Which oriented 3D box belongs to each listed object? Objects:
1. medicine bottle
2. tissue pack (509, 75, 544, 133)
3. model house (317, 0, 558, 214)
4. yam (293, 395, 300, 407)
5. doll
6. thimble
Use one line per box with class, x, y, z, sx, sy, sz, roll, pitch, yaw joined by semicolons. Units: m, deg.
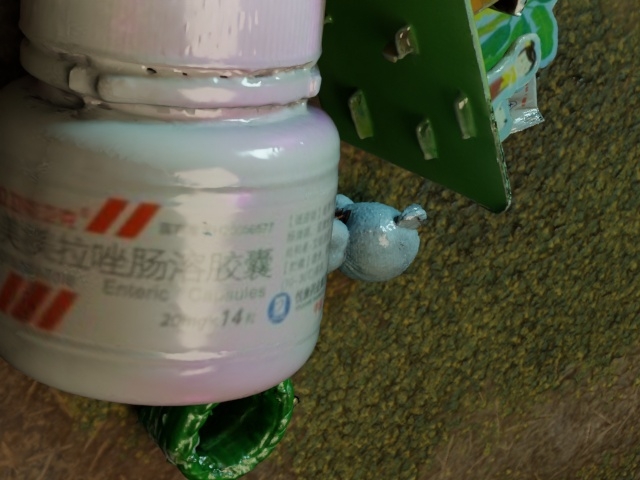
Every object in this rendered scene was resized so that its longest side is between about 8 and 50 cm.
medicine bottle;-0.111;-0.069;1.159;0.256;0.256;0.325;-5;111;-34
tissue pack;0.140;-0.171;1.434;0.122;0.026;0.193;-23;125;-22
model house;0.144;-0.243;1.250;0.313;0.242;0.358;-32;125;-21
yam;-0.061;0.181;1.509;0.107;0.014;0.014;-42;133;-8
doll;0.000;-0.004;1.416;0.179;0.075;0.120;4;154;-17
thimble;-0.092;0.145;1.414;0.130;0.090;0.118;-33;132;-15
